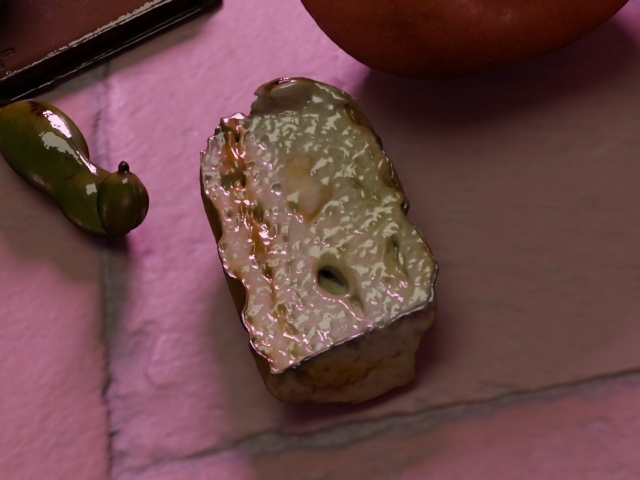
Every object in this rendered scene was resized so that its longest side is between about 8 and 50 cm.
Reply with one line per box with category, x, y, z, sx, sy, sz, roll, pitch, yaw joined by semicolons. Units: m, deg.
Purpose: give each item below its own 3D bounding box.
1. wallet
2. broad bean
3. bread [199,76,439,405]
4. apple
wallet;-0.180;-0.179;1.502;0.198;0.031;0.110;-27;46;-7
broad bean;-0.182;-0.055;1.365;0.048;0.070;0.213;-24;33;-29
bread;0.000;0.000;1.242;0.128;0.088;0.232;-26;51;6
apple;0.106;-0.233;1.309;0.271;0.252;0.206;-12;45;-10
